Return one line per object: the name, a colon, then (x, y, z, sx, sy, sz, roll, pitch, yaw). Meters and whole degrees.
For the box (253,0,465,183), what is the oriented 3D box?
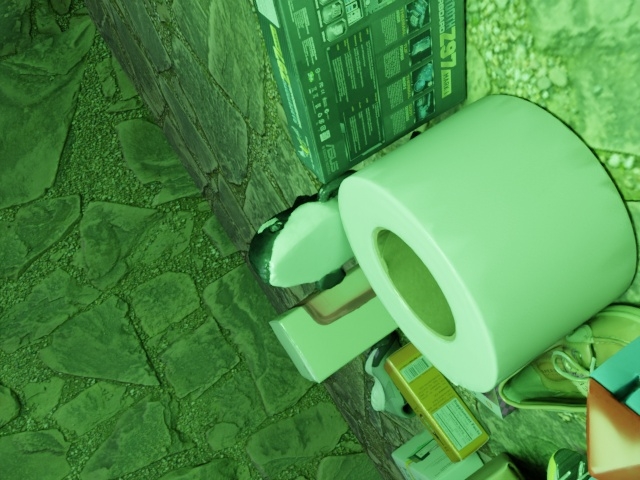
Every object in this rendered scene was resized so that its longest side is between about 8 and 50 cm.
box: (0.044, -0.186, 0.624, 0.059, 0.183, 0.232, 49, 165, 36)

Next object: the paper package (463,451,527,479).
paper package: (0.220, 0.504, 1.104, 0.168, 0.325, 0.309, 53, -178, 18)

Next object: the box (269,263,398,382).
box: (0.043, 0.134, 1.232, 0.126, 0.232, 0.148, 57, 166, 0)

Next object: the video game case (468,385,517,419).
video game case: (0.206, 0.138, 1.070, 0.210, 0.042, 0.232, 39, 157, 51)

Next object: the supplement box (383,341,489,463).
supplement box: (0.220, 0.311, 1.334, 0.233, 0.080, 0.078, 56, 167, 17)

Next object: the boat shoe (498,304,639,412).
boat shoe: (0.277, 0.141, 0.721, 0.104, 0.089, 0.285, 56, 166, 11)

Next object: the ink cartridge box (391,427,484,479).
ink cartridge box: (0.290, 0.548, 1.521, 0.201, 0.117, 0.278, 59, 167, -2)

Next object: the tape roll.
tape roll: (0.154, 0.002, 0.682, 0.246, 0.169, 0.246, 53, 166, 19)

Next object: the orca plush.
orca plush: (0.015, -0.048, 0.807, 0.102, 0.287, 0.151, 32, 152, 33)

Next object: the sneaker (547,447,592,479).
sneaker: (0.352, 0.363, 0.969, 0.208, 0.082, 0.094, 64, 168, -24)

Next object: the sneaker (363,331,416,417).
sneaker: (0.163, 0.289, 1.493, 0.108, 0.100, 0.271, 20, 143, 30)

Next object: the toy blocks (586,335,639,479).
toy blocks: (0.259, 0.123, 0.376, 0.191, 0.261, 0.381, 45, 161, 44)
